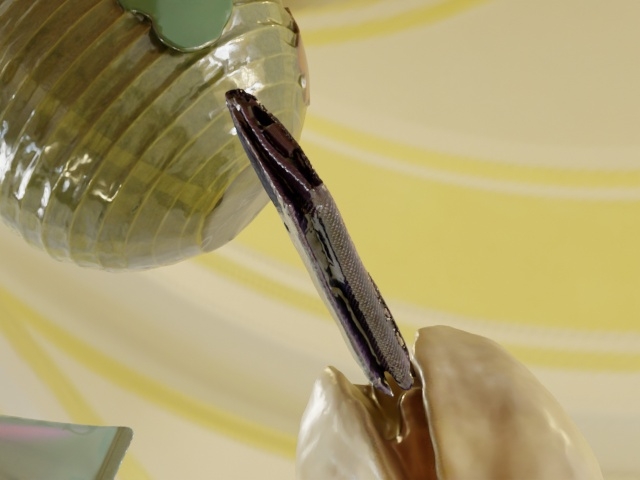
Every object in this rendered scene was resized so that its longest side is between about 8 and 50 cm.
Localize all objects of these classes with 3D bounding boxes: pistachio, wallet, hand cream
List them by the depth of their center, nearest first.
[{"bbox_3d":[0.001,0.000,1.024,0.030,0.166,0.111,-28,-137,-2],"label":"wallet"},{"bbox_3d":[-0.216,0.131,1.151,0.205,0.050,0.078,8,-122,22],"label":"hand cream"},{"bbox_3d":[0.086,0.168,1.181,0.187,0.187,0.299,-23,-151,4],"label":"pistachio"}]

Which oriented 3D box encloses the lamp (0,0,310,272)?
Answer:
[{"bbox_3d":[-0.149,-0.111,1.294,0.284,0.250,0.250,38,-113,15],"label":"lamp"}]
